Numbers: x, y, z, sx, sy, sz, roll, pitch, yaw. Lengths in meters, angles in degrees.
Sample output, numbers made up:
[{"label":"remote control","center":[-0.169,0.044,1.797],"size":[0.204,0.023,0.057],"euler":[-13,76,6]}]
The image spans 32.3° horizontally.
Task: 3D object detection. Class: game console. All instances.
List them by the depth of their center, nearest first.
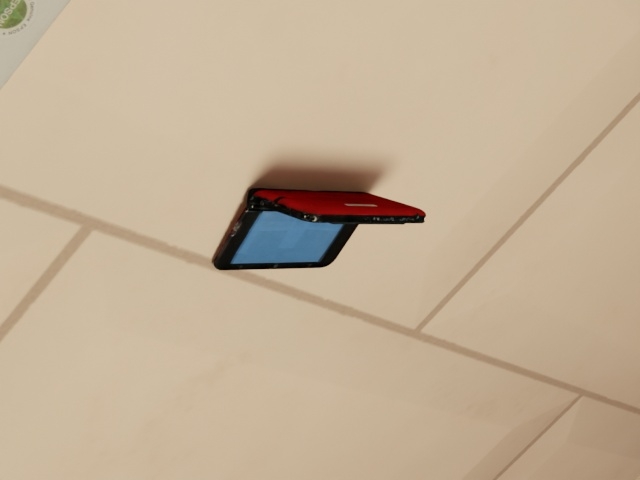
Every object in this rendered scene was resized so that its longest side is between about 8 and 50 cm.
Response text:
[{"label":"game console","center":[0.000,0.000,0.979],"size":[0.144,0.124,0.085],"euler":[-1,105,-41]}]

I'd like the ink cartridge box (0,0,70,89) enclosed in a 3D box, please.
[{"label":"ink cartridge box","center":[-0.260,-0.133,0.592],"size":[0.234,0.088,0.193],"euler":[-49,143,14]}]
